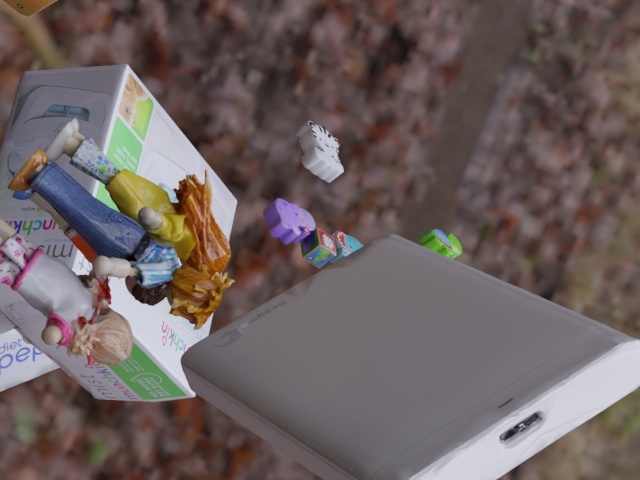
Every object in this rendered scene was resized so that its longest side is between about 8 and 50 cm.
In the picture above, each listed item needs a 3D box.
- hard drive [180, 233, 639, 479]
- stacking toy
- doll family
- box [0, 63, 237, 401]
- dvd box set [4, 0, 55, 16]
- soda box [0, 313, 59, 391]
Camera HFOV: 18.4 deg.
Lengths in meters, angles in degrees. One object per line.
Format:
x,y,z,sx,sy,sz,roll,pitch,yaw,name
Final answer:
0.055,0.088,1.384,0.203,0.307,0.040,-30,116,-20,hard drive
0.000,0.000,1.784,0.167,0.221,0.052,-37,-140,25,stacking toy
-0.137,-0.004,1.387,0.118,0.163,0.263,-50,-175,14,doll family
-0.208,-0.002,1.921,0.262,0.126,0.231,54,40,-51,box
-0.234,-0.331,1.484,0.420,0.307,0.062,-16,-141,56,dvd box set
-0.390,0.115,2.352,0.286,0.098,0.091,-21,134,-32,soda box
